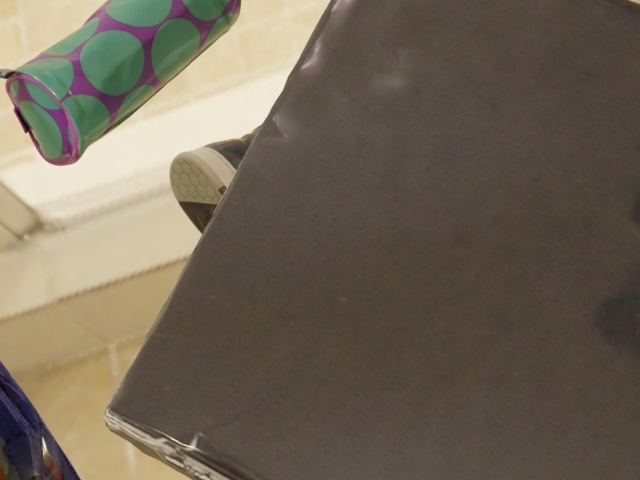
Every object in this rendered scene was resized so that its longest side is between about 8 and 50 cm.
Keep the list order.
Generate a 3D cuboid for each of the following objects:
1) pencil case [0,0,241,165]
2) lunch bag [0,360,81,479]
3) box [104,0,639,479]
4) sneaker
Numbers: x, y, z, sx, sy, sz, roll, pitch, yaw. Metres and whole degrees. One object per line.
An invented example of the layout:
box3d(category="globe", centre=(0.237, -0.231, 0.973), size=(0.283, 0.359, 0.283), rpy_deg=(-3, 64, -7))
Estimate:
box3d(category="pencil case", centre=(-0.114, -0.112, 0.810), size=(0.070, 0.064, 0.151), rpy_deg=(16, 51, 43))
box3d(category="lunch bag", centre=(-0.338, 0.129, 0.644), size=(0.327, 0.385, 0.239), rpy_deg=(-23, 56, 19))
box3d(category="box", centre=(0.140, 0.068, 0.466), size=(0.294, 0.296, 0.183), rpy_deg=(25, 84, 22))
box3d(category="sneaker", centre=(0.001, -0.001, 1.143), size=(0.163, 0.086, 0.226), rpy_deg=(-27, 83, -41))
